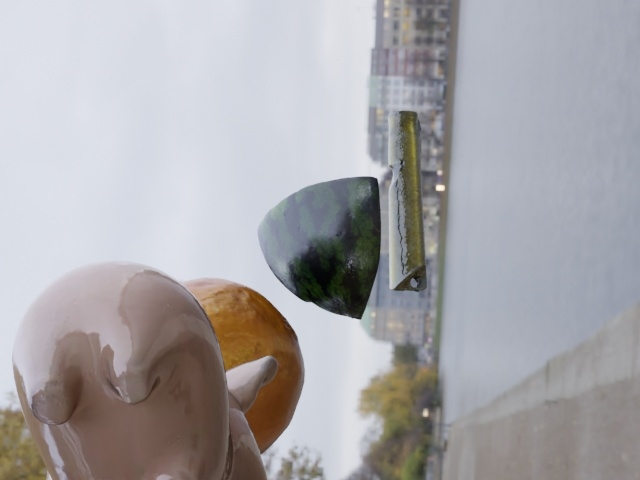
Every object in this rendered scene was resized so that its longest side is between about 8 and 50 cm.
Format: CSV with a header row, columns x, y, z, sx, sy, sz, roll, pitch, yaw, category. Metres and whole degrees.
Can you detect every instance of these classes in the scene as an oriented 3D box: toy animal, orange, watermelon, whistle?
x,y,z,sx,sy,sz,roll,pitch,yaw,category
-0.162,0.161,0.875,0.269,0.237,0.326,-90,-5,-68,toy animal
-0.141,0.168,1.219,0.246,0.246,0.246,3,-90,-83,orange
-0.005,0.001,1.320,0.137,0.145,0.193,-146,63,-78,watermelon
0.153,-0.070,1.749,0.057,0.068,0.326,123,147,-76,whistle
